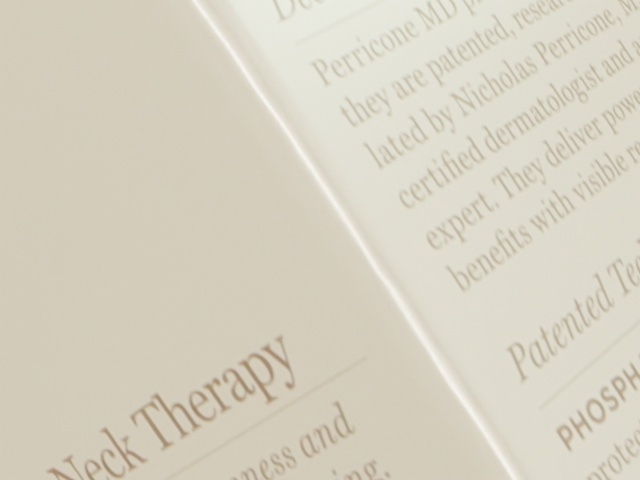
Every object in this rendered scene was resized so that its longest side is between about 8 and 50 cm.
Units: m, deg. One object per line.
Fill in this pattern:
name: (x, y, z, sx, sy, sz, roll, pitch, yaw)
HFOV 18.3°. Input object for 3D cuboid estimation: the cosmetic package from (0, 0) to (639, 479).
cosmetic package: (0.000, 0.000, 0.853, 0.329, 0.393, 0.327, -35, 179, 43)
